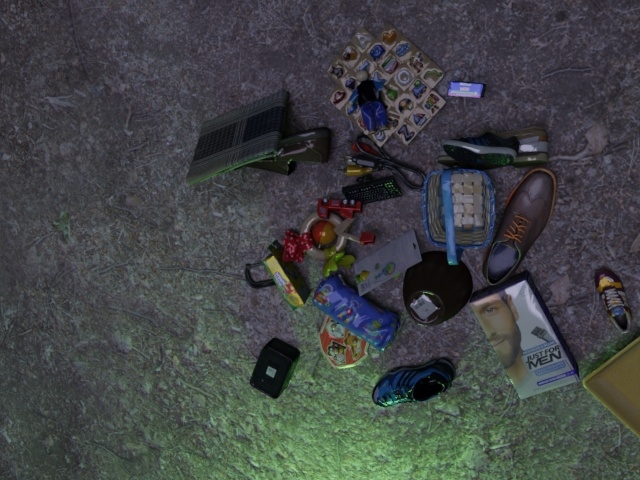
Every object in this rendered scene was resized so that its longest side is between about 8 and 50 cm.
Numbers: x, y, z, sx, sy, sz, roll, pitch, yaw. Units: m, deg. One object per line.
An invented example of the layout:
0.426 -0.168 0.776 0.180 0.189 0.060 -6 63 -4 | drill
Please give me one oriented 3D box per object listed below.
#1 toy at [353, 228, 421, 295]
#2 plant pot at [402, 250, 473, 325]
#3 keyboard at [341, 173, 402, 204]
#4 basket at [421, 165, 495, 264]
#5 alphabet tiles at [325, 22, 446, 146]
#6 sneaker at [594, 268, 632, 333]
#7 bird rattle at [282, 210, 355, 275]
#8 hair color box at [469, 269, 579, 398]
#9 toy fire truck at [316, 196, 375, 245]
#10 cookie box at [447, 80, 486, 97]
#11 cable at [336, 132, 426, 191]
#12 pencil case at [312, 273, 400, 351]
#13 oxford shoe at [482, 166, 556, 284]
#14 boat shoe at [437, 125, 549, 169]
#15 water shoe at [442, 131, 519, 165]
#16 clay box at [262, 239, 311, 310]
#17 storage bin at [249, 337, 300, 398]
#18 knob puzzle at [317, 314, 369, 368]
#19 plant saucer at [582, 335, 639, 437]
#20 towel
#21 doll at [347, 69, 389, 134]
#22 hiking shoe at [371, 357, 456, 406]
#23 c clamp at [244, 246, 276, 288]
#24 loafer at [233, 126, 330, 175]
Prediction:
0.218 0.079 1.870 0.237 0.137 0.056 -30 132 23 | toy
0.332 0.163 1.770 0.215 0.230 0.215 5 106 20 | plant pot
0.152 -0.158 1.829 0.180 0.023 0.108 -11 126 31 | keyboard
0.382 -0.091 1.651 0.201 0.289 0.254 2 108 25 | basket
0.190 -0.458 1.761 0.342 0.011 0.285 44 109 7 | alphabet tiles
0.830 0.170 1.667 0.070 0.084 0.185 -26 94 24 | sneaker
0.000 0.000 1.937 0.254 0.143 0.206 25 100 26 | bird rattle
0.608 0.283 1.768 0.185 0.110 0.338 -28 91 25 | hair color box
0.079 -0.059 1.846 0.192 0.047 0.135 5 78 12 | toy fire truck
0.409 -0.422 1.654 0.092 0.107 0.040 11 107 18 | cookie box
0.197 -0.241 1.827 0.287 0.072 0.139 16 92 3 | cable
0.117 0.228 1.929 0.306 0.119 0.133 35 102 9 | pencil case
0.569 -0.030 1.684 0.130 0.133 0.363 22 110 14 | oxford shoe
0.486 -0.261 1.678 0.302 0.113 0.103 1 84 22 | boat shoe
0.436 -0.254 1.612 0.203 0.080 0.073 15 152 27 | water shoe
-0.118 0.111 1.968 0.053 0.127 0.222 -31 96 15 | clay box
-0.162 0.455 2.112 0.122 0.084 0.180 26 112 13 | storage bin
0.073 0.358 2.028 0.213 0.030 0.213 5 106 19 | knob puzzle
0.983 0.402 1.674 0.333 0.081 0.333 43 114 4 | plant saucer
-0.253 -0.315 1.841 0.324 0.312 0.056 -16 134 20 | towel
0.141 -0.412 1.754 0.129 0.046 0.189 -14 94 19 | doll
0.287 0.473 1.922 0.304 0.132 0.113 -30 92 25 | hiking shoe
-0.200 0.100 2.069 0.161 0.022 0.137 -18 102 22 | c clamp
-0.136 -0.264 1.884 0.366 0.134 0.130 -9 100 22 | loafer
